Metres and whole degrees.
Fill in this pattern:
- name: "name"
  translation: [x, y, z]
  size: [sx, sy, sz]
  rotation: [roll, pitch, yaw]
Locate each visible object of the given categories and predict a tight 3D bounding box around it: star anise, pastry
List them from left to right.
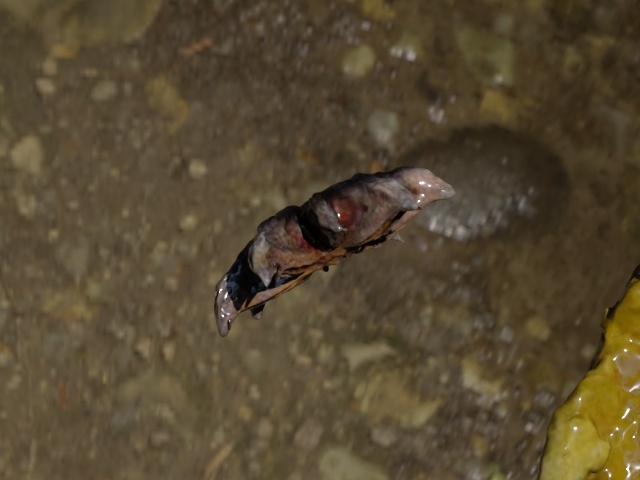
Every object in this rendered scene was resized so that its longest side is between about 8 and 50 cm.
- name: "star anise"
  translation: [-0.001, -0.001, 0.961]
  size: [0.141, 0.141, 0.042]
  rotation: [-27, 82, -21]
- name: "pastry"
  translation: [0.221, 0.086, 0.972]
  size: [0.132, 0.235, 0.240]
  rotation: [22, 75, 23]
